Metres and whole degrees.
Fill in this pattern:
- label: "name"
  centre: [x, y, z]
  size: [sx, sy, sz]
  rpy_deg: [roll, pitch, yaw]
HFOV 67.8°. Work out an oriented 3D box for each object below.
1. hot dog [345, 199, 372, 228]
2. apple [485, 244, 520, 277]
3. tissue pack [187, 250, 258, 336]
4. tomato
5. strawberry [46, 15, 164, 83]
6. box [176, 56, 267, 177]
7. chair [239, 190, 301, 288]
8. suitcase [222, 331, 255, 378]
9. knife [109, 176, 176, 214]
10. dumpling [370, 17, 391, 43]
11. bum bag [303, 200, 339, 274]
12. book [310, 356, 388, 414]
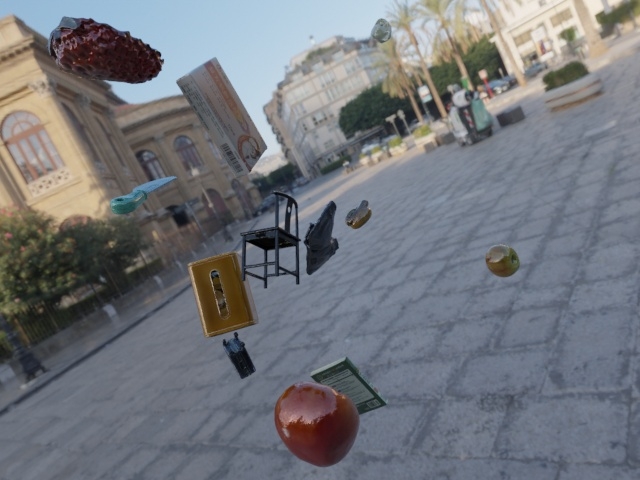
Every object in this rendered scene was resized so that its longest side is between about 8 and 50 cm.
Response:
- label: "hot dog"
  centre: [0.153, -0.102, 1.861]
  size: [0.140, 0.060, 0.089]
  rpy_deg: [-38, 35, -28]
- label: "apple"
  centre: [0.456, 0.050, 1.191]
  size: [0.071, 0.084, 0.084]
  rpy_deg: [-11, 16, 48]
- label: "tissue pack"
  centre: [-0.360, 0.199, 1.749]
  size: [0.194, 0.275, 0.145]
  rpy_deg: [-17, -9, -2]
- label: "tomato"
  centre: [-0.014, 0.524, 1.355]
  size: [0.259, 0.260, 0.180]
  rpy_deg: [-22, 22, 35]
- label: "strawberry"
  centre: [-0.669, -0.568, 1.508]
  size: [0.336, 0.149, 0.265]
  rpy_deg: [7, -2, -42]
- label: "box"
  centre: [-0.313, -0.408, 1.580]
  size: [0.069, 0.353, 0.214]
  rpy_deg: [-17, 29, 23]
- label: "chair"
  centre: [-0.146, 0.000, 1.438]
  size: [0.141, 0.260, 0.154]
  rpy_deg: [-9, -19, 23]
- label: "suitcase"
  centre: [-0.249, 0.357, 1.464]
  size: [0.059, 0.126, 0.086]
  rpy_deg: [-28, 31, -16]
- label: "knife"
  centre: [-0.447, -0.122, 1.205]
  size: [0.063, 0.035, 0.260]
  rpy_deg: [3, 24, 10]
- label: "dumpling"
  centre: [0.176, -0.597, 1.361]
  size: [0.057, 0.052, 0.076]
  rpy_deg: [-56, 14, 16]
- label: "bum bag"
  centre: [0.000, 0.000, 1.323]
  size: [0.123, 0.060, 0.248]
  rpy_deg: [-45, -28, -29]
- label: "book"
  centre: [0.113, 0.594, 1.916]
  size: [0.202, 0.264, 0.027]
  rpy_deg: [-34, 14, 34]
